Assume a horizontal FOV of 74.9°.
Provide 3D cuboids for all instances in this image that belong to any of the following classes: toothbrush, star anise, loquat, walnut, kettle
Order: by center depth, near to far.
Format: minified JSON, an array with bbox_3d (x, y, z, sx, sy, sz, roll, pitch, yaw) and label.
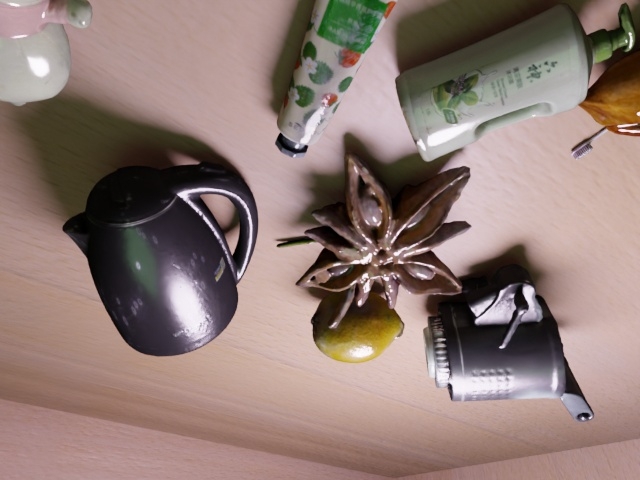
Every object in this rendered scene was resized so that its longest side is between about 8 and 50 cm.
[{"bbox_3d":[0.395,-0.165,0.450,0.207,0.116,0.116,-3,142,21],"label":"walnut"},{"bbox_3d":[0.400,-0.161,0.533,0.011,0.014,0.167,7,144,-34],"label":"toothbrush"},{"bbox_3d":[-0.225,0.006,0.659,0.268,0.207,0.290,-20,136,-19],"label":"kettle"},{"bbox_3d":[0.092,0.010,0.680,0.292,0.109,0.349,-2,125,15],"label":"star anise"},{"bbox_3d":[0.075,0.175,0.859,0.195,0.152,0.152,5,141,-9],"label":"loquat"}]

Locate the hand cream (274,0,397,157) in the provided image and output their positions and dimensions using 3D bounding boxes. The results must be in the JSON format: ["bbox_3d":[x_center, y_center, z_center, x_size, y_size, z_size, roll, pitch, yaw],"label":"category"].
[{"bbox_3d":[0.013,-0.209,0.463,0.095,0.059,0.276,14,136,-18],"label":"hand cream"}]

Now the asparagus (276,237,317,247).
[{"bbox_3d":[0.000,0.000,0.754,0.166,0.013,0.016,-7,99,10],"label":"asparagus"}]

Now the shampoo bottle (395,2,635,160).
[{"bbox_3d":[0.211,-0.177,0.464,0.234,0.087,0.118,-17,135,22],"label":"shampoo bottle"}]

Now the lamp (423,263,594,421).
[{"bbox_3d":[0.354,0.231,0.870,0.272,0.205,0.374,-23,118,22],"label":"lamp"}]

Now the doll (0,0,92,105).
[{"bbox_3d":[-0.319,-0.224,0.409,0.155,0.113,0.275,26,135,-31],"label":"doll"}]
